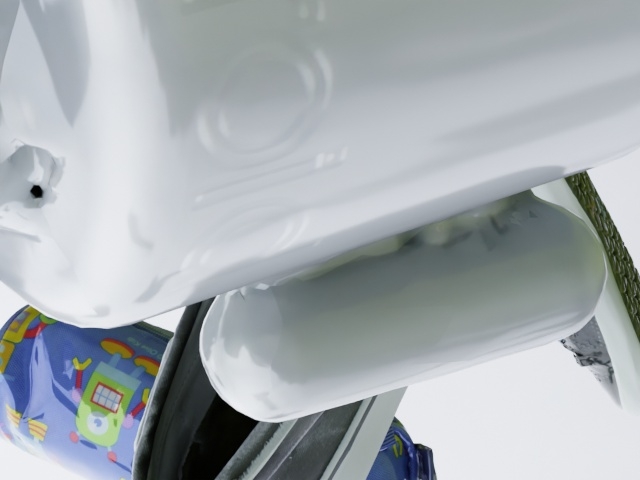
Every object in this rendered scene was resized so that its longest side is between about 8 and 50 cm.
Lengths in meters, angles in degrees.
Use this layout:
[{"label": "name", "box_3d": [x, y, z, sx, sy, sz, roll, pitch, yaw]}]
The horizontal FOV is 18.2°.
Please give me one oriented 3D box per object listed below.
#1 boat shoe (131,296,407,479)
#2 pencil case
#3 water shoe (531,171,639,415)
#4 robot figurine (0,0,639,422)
[{"label": "boat shoe", "box_3d": [0.000, 0.000, 0.901, 0.108, 0.301, 0.102, 21, 172, 36]}, {"label": "pencil case", "box_3d": [-0.080, 0.122, 1.303, 0.306, 0.133, 0.119, 19, -171, 33]}, {"label": "water shoe", "box_3d": [0.110, 0.008, 1.025, 0.203, 0.080, 0.073, 62, -160, -21]}, {"label": "robot figurine", "box_3d": [0.004, -0.100, 0.531, 0.353, 0.300, 0.200, -19, -159, -25]}]
